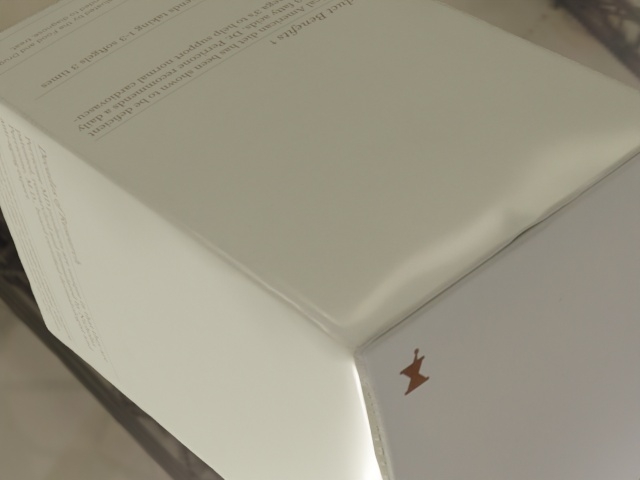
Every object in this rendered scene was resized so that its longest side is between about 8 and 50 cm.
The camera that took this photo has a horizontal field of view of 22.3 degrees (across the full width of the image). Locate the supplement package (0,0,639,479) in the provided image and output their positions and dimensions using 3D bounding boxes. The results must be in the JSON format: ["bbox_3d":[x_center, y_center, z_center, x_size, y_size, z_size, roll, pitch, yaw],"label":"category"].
[{"bbox_3d":[0.000,0.000,0.434,0.105,0.179,0.105,-33,-48,-24],"label":"supplement package"}]
